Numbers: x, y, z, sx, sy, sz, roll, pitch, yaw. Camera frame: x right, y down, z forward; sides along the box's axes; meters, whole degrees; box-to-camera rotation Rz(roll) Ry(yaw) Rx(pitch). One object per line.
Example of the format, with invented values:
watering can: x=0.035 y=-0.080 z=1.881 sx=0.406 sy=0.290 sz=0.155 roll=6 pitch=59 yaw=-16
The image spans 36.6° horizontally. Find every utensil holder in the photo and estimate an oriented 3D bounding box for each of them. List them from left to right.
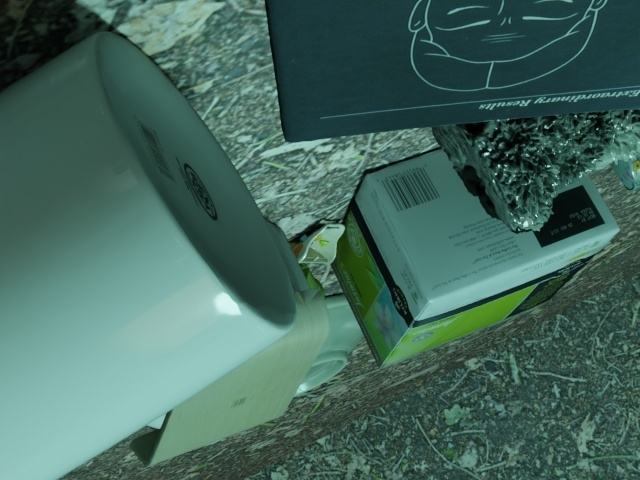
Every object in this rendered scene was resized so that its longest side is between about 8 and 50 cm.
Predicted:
utensil holder: x=-0.259 y=0.047 z=0.860 sx=0.385 sy=0.327 sz=0.327 roll=-31 pitch=160 yaw=9

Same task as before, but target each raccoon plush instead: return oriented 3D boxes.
raccoon plush: x=0.302 y=-0.189 z=1.152 sx=0.299 sy=0.216 sz=0.446 roll=-33 pitch=161 yaw=-2

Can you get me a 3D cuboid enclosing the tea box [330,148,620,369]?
tea box: x=0.223 y=0.010 z=1.517 sx=0.329 sy=0.220 sz=0.323 roll=-19 pitch=159 yaw=-19

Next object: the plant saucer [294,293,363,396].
plant saucer: x=-0.059 y=0.244 z=1.962 sx=0.400 sy=0.100 sz=0.400 roll=-23 pitch=161 yaw=-9

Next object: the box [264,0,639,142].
box: x=0.101 y=-0.248 z=0.587 sx=0.293 sy=0.212 sz=0.395 roll=-6 pitch=159 yaw=-1

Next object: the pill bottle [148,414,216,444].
pill bottle: x=-0.227 y=0.230 z=1.584 sx=0.181 sy=0.181 sz=0.323 roll=-24 pitch=161 yaw=-4

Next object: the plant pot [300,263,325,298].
plant pot: x=-0.038 y=0.074 z=1.588 sx=0.083 sy=0.083 sz=0.079 roll=-23 pitch=149 yaw=-6

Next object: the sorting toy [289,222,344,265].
sorting toy: x=0.000 y=0.000 z=1.490 sx=0.075 sy=0.045 sz=0.083 roll=-44 pitch=154 yaw=26

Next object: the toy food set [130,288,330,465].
toy food set: x=-0.134 y=0.187 z=1.339 sx=0.219 sy=0.092 sz=0.306 roll=-15 pitch=149 yaw=-32

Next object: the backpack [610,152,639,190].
backpack: x=0.523 y=-0.159 z=1.532 sx=0.144 sy=0.166 sz=0.188 roll=-30 pitch=157 yaw=17

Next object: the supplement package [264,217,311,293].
supplement package: x=-0.121 y=0.046 z=1.308 sx=0.139 sy=0.134 sz=0.244 roll=-29 pitch=161 yaw=10
